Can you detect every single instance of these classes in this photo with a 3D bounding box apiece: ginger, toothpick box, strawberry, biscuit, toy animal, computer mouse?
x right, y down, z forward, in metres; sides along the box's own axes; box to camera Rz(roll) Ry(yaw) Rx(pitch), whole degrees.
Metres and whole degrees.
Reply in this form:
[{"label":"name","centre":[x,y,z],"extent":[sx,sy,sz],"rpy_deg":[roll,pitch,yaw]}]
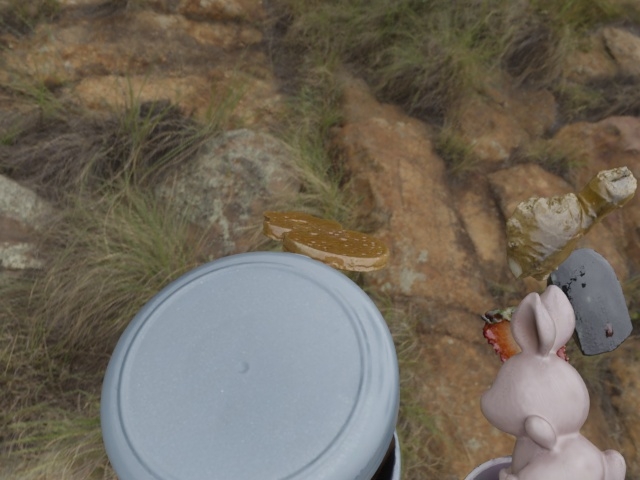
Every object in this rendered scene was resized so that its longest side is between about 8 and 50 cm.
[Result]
[{"label":"ginger","centre":[0.266,-0.028,0.693],"extent":[0.096,0.165,0.067],"rpy_deg":[33,18,-24]},{"label":"toothpick box","centre":[-0.050,0.197,0.617],"extent":[0.263,0.354,0.262],"rpy_deg":[-4,53,6]},{"label":"strawberry","centre":[0.433,0.220,1.303],"extent":[0.087,0.167,0.208],"rpy_deg":[-42,120,-49]},{"label":"biscuit","centre":[0.000,0.001,1.147],"extent":[0.202,0.044,0.289],"rpy_deg":[-4,19,-42]},{"label":"toy animal","centre":[0.219,0.157,0.636],"extent":[0.124,0.124,0.212],"rpy_deg":[1,72,-30]},{"label":"computer mouse","centre":[0.700,0.158,1.602],"extent":[0.168,0.087,0.295],"rpy_deg":[-28,92,-6]}]

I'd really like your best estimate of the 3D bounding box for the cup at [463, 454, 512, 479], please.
[{"label":"cup","centre":[0.351,0.526,1.081],"extent":[0.203,0.288,0.203],"rpy_deg":[-12,44,12]}]
